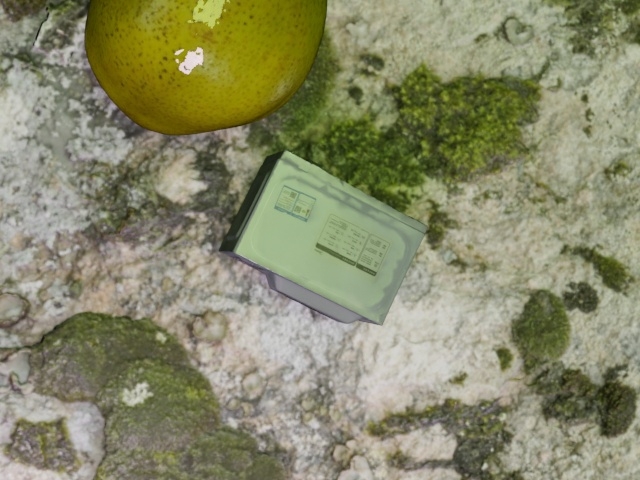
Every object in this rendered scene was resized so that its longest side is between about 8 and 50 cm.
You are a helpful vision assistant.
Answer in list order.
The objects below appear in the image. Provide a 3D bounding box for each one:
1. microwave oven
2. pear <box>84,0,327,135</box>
[{"bbox_3d":[0.000,0.000,1.471,0.208,0.122,0.162,28,84,-12],"label":"microwave oven"},{"bbox_3d":[-0.124,-0.259,1.356,0.294,0.294,0.294,0,90,-14],"label":"pear"}]
